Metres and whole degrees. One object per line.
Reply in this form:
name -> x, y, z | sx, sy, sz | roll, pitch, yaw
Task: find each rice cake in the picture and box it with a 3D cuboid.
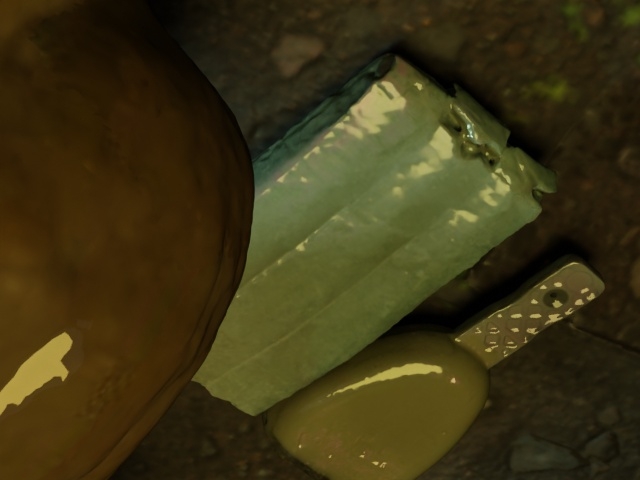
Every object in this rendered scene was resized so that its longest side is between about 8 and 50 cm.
rice cake -> 0.000, 0.000, 0.844 | 0.124, 0.038, 0.211 | 34, 120, -26

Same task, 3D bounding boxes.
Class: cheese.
cheese -> 0.064, 0.066, 0.902 | 0.192, 0.037, 0.097 | -35, 124, 25

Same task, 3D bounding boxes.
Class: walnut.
walnut -> -0.172, -0.025, 0.669 | 0.285, 0.285, 0.296 | -39, 89, 26
